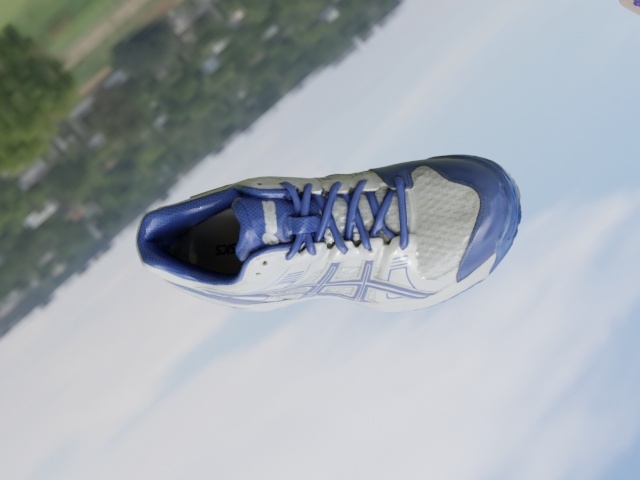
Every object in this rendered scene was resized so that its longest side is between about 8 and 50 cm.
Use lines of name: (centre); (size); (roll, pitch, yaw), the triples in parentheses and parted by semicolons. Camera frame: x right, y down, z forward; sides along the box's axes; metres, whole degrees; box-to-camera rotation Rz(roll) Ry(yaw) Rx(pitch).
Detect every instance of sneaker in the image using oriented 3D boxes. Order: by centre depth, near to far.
sneaker: (0.000, 0.000, 1.344); (0.296, 0.112, 0.131); (-13, 167, 28)

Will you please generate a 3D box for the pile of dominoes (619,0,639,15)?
pile of dominoes: (0.365, -0.144, 1.278); (0.196, 0.251, 0.040); (-33, -143, 52)
